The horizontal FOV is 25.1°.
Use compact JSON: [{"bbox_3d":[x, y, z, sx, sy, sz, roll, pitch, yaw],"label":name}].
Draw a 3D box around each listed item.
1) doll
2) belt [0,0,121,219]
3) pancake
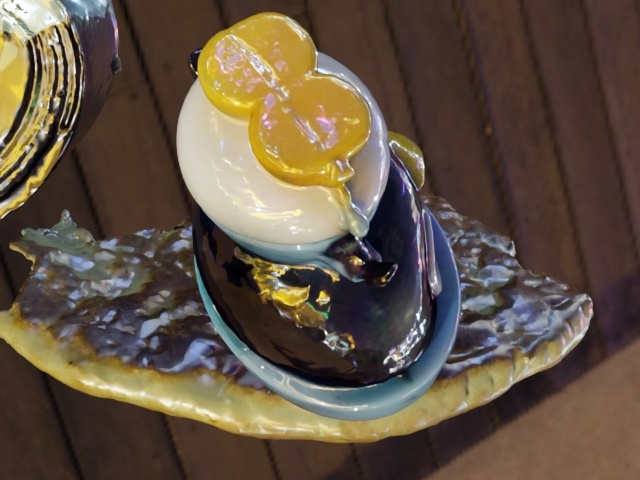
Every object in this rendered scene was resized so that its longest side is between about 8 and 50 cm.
[{"bbox_3d":[0.000,0.000,0.785,0.141,0.177,0.314,-33,156,-11],"label":"doll"},{"bbox_3d":[-0.207,-0.098,0.842,0.151,0.198,0.078,42,26,-10],"label":"belt"},{"bbox_3d":[-0.028,0.050,1.088,0.427,0.305,0.067,-11,127,-20],"label":"pancake"}]
